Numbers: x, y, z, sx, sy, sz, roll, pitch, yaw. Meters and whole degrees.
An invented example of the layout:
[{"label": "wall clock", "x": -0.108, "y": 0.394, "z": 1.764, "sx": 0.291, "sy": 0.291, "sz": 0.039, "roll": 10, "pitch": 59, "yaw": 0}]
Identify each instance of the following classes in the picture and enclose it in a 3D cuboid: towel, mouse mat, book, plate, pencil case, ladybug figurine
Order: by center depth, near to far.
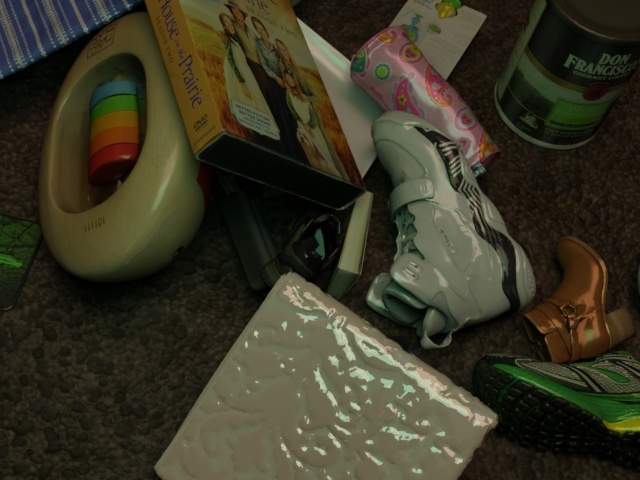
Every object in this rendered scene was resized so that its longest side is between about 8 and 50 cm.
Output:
[{"label": "towel", "x": 0.004, "y": 0.256, "z": 1.255, "sx": 0.332, "sy": 0.053, "sz": 0.317, "roll": 34, "pitch": 89, "yaw": 12}, {"label": "mouse mat", "x": -0.507, "y": 0.016, "z": 1.417, "sx": 0.189, "sy": 0.007, "sz": 0.153, "roll": 13, "pitch": 57, "yaw": -1}, {"label": "ladybug figurine", "x": -0.263, "y": -0.132, "z": 1.422, "sx": 0.162, "sy": 0.305, "sz": 0.449, "roll": 33, "pitch": 44, "yaw": -45}, {"label": "book", "x": 0.040, "y": 0.008, "z": 1.471, "sx": 0.035, "sy": 0.096, "sz": 0.144, "roll": 18, "pitch": 57, "yaw": -8}, {"label": "towel", "x": -0.423, "y": -0.386, "z": 1.549, "sx": 0.336, "sy": 0.040, "sz": 0.243, "roll": -29, "pitch": 52, "yaw": -1}, {"label": "plate", "x": -0.017, "y": -0.221, "z": 1.582, "sx": 0.278, "sy": 0.045, "sz": 0.277, "roll": 39, "pitch": 42, "yaw": -4}, {"label": "pencil case", "x": 0.166, "y": -0.207, "z": 1.591, "sx": 0.124, "sy": 0.124, "sz": 0.284, "roll": -33, "pitch": 82, "yaw": -27}]

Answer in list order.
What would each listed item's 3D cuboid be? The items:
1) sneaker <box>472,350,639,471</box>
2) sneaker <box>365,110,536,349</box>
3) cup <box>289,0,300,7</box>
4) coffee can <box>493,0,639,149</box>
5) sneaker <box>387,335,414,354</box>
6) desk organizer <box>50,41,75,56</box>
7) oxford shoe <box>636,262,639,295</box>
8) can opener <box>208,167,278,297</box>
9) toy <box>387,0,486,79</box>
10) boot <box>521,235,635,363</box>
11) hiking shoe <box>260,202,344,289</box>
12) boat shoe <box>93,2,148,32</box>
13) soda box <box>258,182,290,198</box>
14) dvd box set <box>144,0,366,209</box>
[{"label": "sneaker", "x": 0.373, "y": 0.222, "z": 1.397, "sx": 0.343, "sy": 0.134, "sz": 0.146, "roll": 17, "pitch": 49, "yaw": -11}, {"label": "sneaker", "x": 0.142, "y": -0.017, "z": 1.463, "sx": 0.210, "sy": 0.137, "sz": 0.366, "roll": -29, "pitch": 79, "yaw": -26}, {"label": "cup", "x": -0.116, "y": -0.517, "z": 1.659, "sx": 0.331, "sy": 0.331, "sz": 0.237, "roll": -1, "pitch": 71, "yaw": -11}, {"label": "coffee can", "x": 0.424, "y": -0.311, "z": 1.638, "sx": 0.201, "sy": 0.275, "sz": 0.201, "roll": 5, "pitch": 58, "yaw": -7}, {"label": "sneaker", "x": 0.079, "y": 0.217, "z": 1.377, "sx": 0.069, "sy": 0.082, "sz": 0.209, "roll": -1, "pitch": 33, "yaw": 29}, {"label": "desk organizer", "x": -0.469, "y": -0.325, "z": 1.615, "sx": 0.130, "sy": 0.047, "sz": 0.050, "roll": -21, "pitch": 67, "yaw": -22}, {"label": "oxford shoe", "x": 0.670, "y": -0.025, "z": 1.595, "sx": 0.449, "sy": 0.130, "sz": 0.169, "roll": -35, "pitch": 72, "yaw": -26}, {"label": "can opener", "x": -0.131, "y": -0.033, "z": 1.492, "sx": 0.093, "sy": 0.074, "sz": 0.280, "roll": -33, "pitch": 63, "yaw": 11}, {"label": "toy", "x": 0.180, "y": -0.337, "z": 1.738, "sx": 0.137, "sy": 0.056, "sz": 0.237, "roll": 28, "pitch": 63, "yaw": 9}, {"label": "boot", "x": 0.367, "y": 0.090, "z": 1.499, "sx": 0.152, "sy": 0.073, "sz": 0.197, "roll": -18, "pitch": 61, "yaw": -16}, {"label": "hiking shoe", "x": 0.000, "y": 0.000, "z": 1.426, "sx": 0.086, "sy": 0.114, "sz": 0.227, "roll": 46, "pitch": 31, "yaw": -12}, {"label": "boat shoe", "x": -0.328, "y": -0.417, "z": 1.631, "sx": 0.340, "sy": 0.158, "sz": 0.127, "roll": 23, "pitch": 57, "yaw": 4}, {"label": "soda box", "x": -0.083, "y": -0.159, "z": 1.572, "sx": 0.058, "sy": 0.063, "sz": 0.183, "roll": -8, "pitch": 59, "yaw": -18}, {"label": "dvd box set", "x": -0.107, "y": -0.258, "z": 1.404, "sx": 0.307, "sy": 0.062, "sz": 0.420, "roll": 19, "pitch": 44, "yaw": -49}]
